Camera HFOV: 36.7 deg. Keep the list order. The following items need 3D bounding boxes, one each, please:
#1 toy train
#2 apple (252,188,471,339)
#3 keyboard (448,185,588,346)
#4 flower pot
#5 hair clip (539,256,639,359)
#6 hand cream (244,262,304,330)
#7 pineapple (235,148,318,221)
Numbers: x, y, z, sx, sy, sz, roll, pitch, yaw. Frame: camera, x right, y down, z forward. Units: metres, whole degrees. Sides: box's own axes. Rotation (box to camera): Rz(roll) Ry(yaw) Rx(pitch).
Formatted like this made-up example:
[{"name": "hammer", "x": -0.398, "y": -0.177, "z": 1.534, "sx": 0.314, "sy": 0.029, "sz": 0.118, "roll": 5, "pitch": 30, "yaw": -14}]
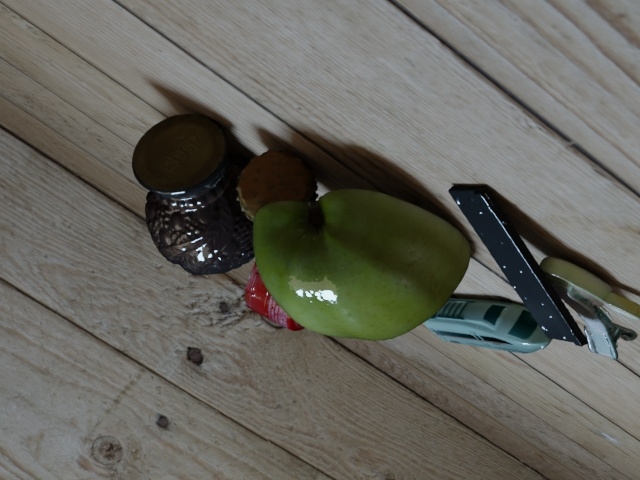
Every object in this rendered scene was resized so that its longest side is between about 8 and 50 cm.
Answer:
[{"name": "toy train", "x": 0.336, "y": 0.164, "z": 1.967, "sx": 0.088, "sy": 0.086, "sz": 0.407, "roll": 40, "pitch": 167, "yaw": -14}, {"name": "apple", "x": 0.056, "y": 0.027, "z": 1.695, "sx": 0.311, "sy": 0.320, "sz": 0.360, "roll": 48, "pitch": -172, "yaw": 36}, {"name": "keyboard", "x": 0.302, "y": 0.040, "z": 1.460, "sx": 0.309, "sy": 0.018, "sz": 0.101, "roll": 53, "pitch": 163, "yaw": -18}, {"name": "flower pot", "x": -0.246, "y": -0.100, "z": 1.941, "sx": 0.267, "sy": 0.266, "sz": 0.267, "roll": 26, "pitch": 158, "yaw": 26}, {"name": "hair clip", "x": 0.416, "y": 0.098, "z": 1.483, "sx": 0.218, "sy": 0.071, "sz": 0.159, "roll": 43, "pitch": 163, "yaw": -28}, {"name": "hand cream", "x": -0.073, "y": 0.105, "z": 2.424, "sx": 0.149, "sy": 0.230, "sz": 0.230, "roll": 25, "pitch": 167, "yaw": 22}, {"name": "pineapple", "x": -0.077, "y": -0.075, "z": 1.849, "sx": 0.158, "sy": 0.157, "sz": 0.278, "roll": 30, "pitch": 173, "yaw": 6}]
